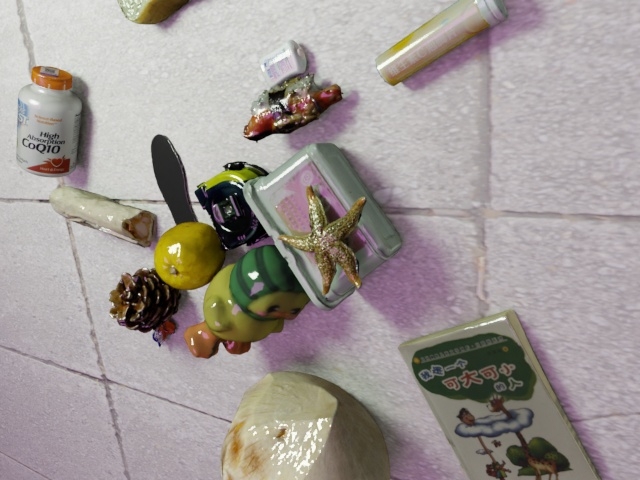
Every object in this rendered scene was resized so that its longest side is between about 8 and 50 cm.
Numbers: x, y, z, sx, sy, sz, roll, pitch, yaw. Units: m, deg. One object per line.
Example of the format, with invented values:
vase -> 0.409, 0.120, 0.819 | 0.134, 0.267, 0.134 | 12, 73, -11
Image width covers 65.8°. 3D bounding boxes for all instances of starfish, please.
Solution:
starfish -> 0.000, 0.000, 0.912 | 0.176, 0.053, 0.207 | -3, 90, 27

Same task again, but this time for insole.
insole -> -0.378, -0.112, 1.319 | 0.119, 0.009, 0.348 | -15, 97, 37

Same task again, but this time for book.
book -> 0.345, 0.340, 0.989 | 0.260, 0.043, 0.370 | -29, 90, 37

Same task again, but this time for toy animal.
toy animal -> -0.162, 0.130, 1.152 | 0.338, 0.216, 0.191 | -42, 55, 32

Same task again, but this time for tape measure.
tape measure -> -0.187, -0.085, 1.145 | 0.186, 0.112, 0.198 | -24, 93, 34

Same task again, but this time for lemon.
lemon -> -0.317, 0.034, 1.210 | 0.170, 0.207, 0.169 | 1, 109, 2

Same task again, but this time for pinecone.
pinecone -> -0.493, 0.168, 1.367 | 0.179, 0.205, 0.184 | 32, 104, 16

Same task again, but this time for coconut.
coconut -> -0.049, 0.487, 1.105 | 0.416, 0.345, 0.414 | 14, 116, 31

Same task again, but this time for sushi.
sushi -> -0.060, -0.274, 1.008 | 0.226, 0.097, 0.103 | -14, 105, 20

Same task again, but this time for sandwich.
sandwich -> -0.369, -0.623, 1.093 | 0.251, 0.087, 0.226 | -15, 98, 35

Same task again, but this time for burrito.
burrito -> -0.615, -0.073, 1.411 | 0.300, 0.143, 0.105 | 18, 82, 22

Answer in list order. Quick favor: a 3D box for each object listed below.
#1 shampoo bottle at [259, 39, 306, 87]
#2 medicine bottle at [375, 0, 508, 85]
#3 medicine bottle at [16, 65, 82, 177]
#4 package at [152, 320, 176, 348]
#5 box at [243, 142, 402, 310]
shampoo bottle -> -0.073, -0.364, 1.017 | 0.099, 0.043, 0.072 | -19, 97, 35
medicine bottle -> 0.198, -0.343, 0.836 | 0.218, 0.074, 0.073 | -25, 92, 38
medicine bottle -> -0.766, -0.336, 1.400 | 0.157, 0.157, 0.288 | 33, 121, 20
package -> -0.476, 0.272, 1.498 | 0.077, 0.033, 0.110 | 47, 113, 39
box -> 0.014, -0.043, 1.003 | 0.182, 0.175, 0.311 | -37, 84, 26
